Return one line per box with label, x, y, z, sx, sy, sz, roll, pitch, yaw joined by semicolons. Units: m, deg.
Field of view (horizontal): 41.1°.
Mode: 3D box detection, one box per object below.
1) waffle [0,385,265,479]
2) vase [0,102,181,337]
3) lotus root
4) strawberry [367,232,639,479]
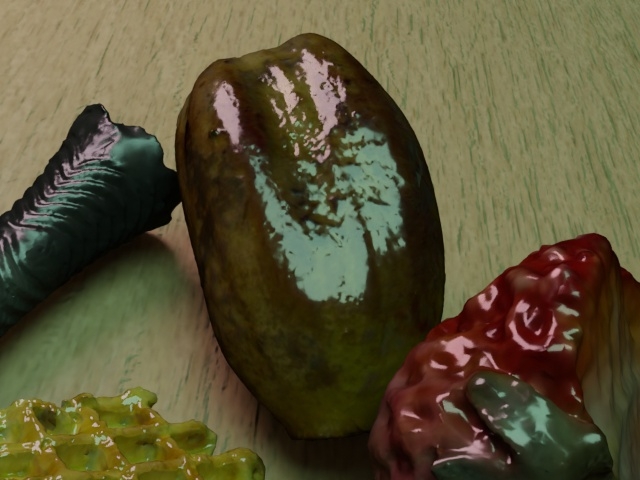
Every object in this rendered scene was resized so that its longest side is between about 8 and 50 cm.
waffle;-0.123;0.146;0.485;0.210;0.055;0.160;2;25;-38
vase;-0.207;0.012;0.602;0.115;0.115;0.237;29;49;10
lotus root;-0.004;0.005;0.618;0.193;0.193;0.291;-5;63;-24
strawberry;0.144;0.133;0.552;0.336;0.149;0.265;-23;98;-61
